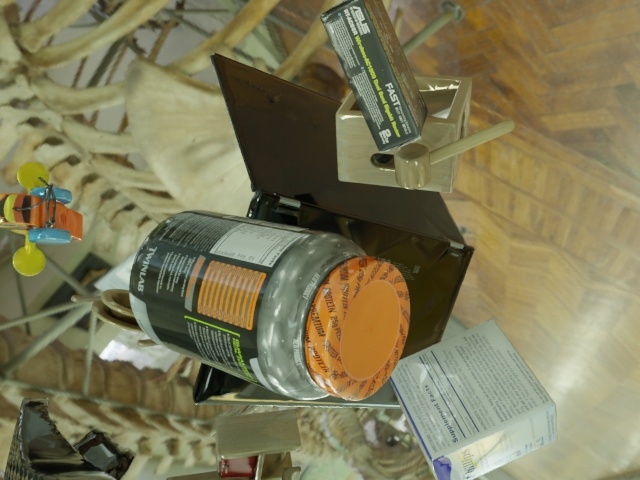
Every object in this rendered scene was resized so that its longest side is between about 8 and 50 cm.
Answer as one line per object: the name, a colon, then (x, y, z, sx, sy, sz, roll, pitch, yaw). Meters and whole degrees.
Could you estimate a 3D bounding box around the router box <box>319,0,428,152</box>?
router box: (0.049, -0.145, 0.550, 0.122, 0.038, 0.092, 63, -159, -16)

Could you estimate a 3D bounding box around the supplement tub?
supplement tub: (-0.039, 0.044, 0.473, 0.190, 0.117, 0.117, 12, 155, 39)

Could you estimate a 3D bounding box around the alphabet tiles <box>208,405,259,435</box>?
alphabet tiles: (-0.075, 0.228, 1.133, 0.009, 0.198, 0.237, 50, -148, -4)

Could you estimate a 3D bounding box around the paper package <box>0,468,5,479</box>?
paper package: (-0.734, 0.557, 1.234, 0.168, 0.309, 0.325, 34, 150, 1)

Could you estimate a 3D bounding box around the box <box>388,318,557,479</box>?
box: (0.160, 0.174, 0.701, 0.126, 0.137, 0.072, -116, 4, -49)

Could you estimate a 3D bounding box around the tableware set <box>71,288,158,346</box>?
tableware set: (-0.180, 0.075, 0.776, 0.128, 0.039, 0.194, 25, -170, 29)

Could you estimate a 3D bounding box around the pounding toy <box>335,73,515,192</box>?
pounding toy: (0.110, -0.095, 0.697, 0.181, 0.206, 0.094, 8, 127, 16)

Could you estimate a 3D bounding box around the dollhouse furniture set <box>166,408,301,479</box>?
dollhouse furniture set: (-0.085, 0.267, 0.618, 0.183, 0.129, 0.129, 100, 161, -48)

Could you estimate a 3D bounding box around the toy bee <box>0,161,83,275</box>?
toy bee: (-0.521, -0.057, 1.147, 0.162, 0.195, 0.298, 1, 150, -10)

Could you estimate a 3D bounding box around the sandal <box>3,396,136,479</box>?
sandal: (-0.194, 0.232, 0.518, 0.107, 0.167, 0.446, 13, 171, -27)

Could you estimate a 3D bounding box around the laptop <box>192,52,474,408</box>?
laptop: (0.000, 0.000, 0.930, 0.382, 0.407, 0.236, 13, -171, -37)
